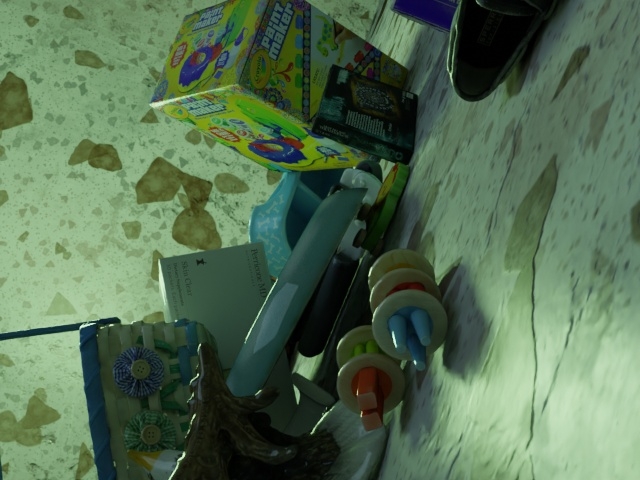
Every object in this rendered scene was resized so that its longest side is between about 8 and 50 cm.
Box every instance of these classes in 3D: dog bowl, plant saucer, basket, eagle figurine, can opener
[{"bbox_3d":[-0.026,-0.070,1.818,0.074,0.166,0.297,-7,55,43],"label":"dog bowl"},{"bbox_3d":[-0.036,0.072,1.146,0.317,0.044,0.317,-63,-1,-2],"label":"plant saucer"},{"bbox_3d":[-0.255,0.208,1.178,0.201,0.289,0.254,69,-174,-77],"label":"basket"},{"bbox_3d":[-0.065,0.226,0.863,0.226,0.225,0.298,-35,-40,-18],"label":"eagle figurine"},{"bbox_3d":[0.026,0.029,1.340,0.093,0.074,0.280,-7,-55,-55],"label":"can opener"}]

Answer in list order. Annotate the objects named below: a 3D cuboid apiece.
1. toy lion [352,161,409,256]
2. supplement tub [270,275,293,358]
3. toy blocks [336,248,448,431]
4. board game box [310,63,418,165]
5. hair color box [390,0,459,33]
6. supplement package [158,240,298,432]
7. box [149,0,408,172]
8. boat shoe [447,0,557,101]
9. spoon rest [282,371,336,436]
[{"bbox_3d":[0.076,-0.043,1.176,0.096,0.034,0.100,-59,10,32],"label":"toy lion"},{"bbox_3d":[-0.163,0.213,1.885,0.207,0.207,0.337,115,173,-52],"label":"supplement tub"},{"bbox_3d":[0.050,0.082,0.717,0.148,0.054,0.123,-85,16,-74],"label":"toy blocks"},{"bbox_3d":[0.060,-0.164,1.269,0.186,0.126,0.026,-76,7,-60],"label":"board game box"},{"bbox_3d":[0.172,-0.356,0.825,0.185,0.110,0.338,-73,3,-51],"label":"hair color box"},{"bbox_3d":[-0.132,0.159,1.386,0.204,0.145,0.261,121,137,-72],"label":"supplement package"},{"bbox_3d":[-0.070,-0.249,1.611,0.290,0.279,0.177,0,68,55],"label":"box"},{"bbox_3d":[0.141,-0.189,0.702,0.219,0.078,0.070,102,-175,-52],"label":"boat shoe"},{"bbox_3d":[-0.070,0.276,1.076,0.276,0.137,0.084,-56,-19,-2],"label":"spoon rest"}]
